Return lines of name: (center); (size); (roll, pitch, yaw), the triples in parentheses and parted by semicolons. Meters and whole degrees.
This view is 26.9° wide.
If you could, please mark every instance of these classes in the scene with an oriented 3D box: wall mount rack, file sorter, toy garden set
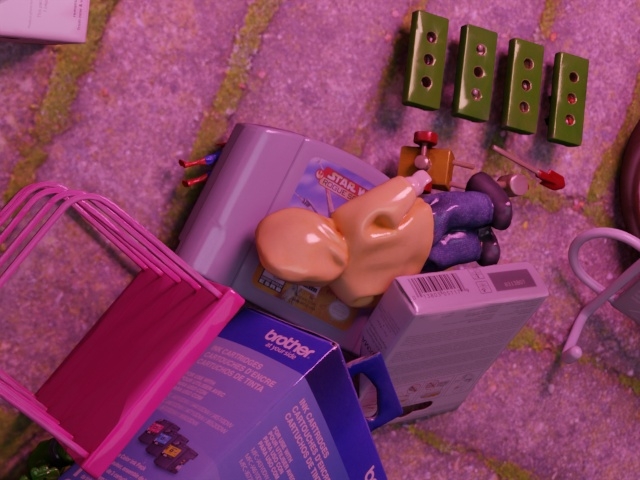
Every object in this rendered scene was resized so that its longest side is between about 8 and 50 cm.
wall mount rack: (0.446, 0.105, 1.544); (0.350, 0.304, 0.130); (33, 53, -2)
file sorter: (-0.243, 0.062, 1.269); (0.182, 0.291, 0.202); (43, 79, -19)
toy garden set: (0.193, -0.138, 1.559); (0.244, 0.049, 0.203); (11, 80, -26)

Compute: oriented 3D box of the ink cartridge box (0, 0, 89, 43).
ink cartridge box: (-0.340, -0.237, 1.259); (0.218, 0.158, 0.092); (4, 95, -24)

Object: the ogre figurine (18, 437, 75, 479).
ogre figurine: (-0.290, 0.282, 1.365); (0.097, 0.118, 0.197); (0, 95, -20)

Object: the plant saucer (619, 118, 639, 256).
plant saucer: (0.490, -0.048, 1.577); (0.050, 0.311, 0.310); (-24, 108, -53)

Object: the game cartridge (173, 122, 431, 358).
game cartridge: (0.000, 0.000, 1.481); (0.297, 0.062, 0.198); (29, 89, -30)

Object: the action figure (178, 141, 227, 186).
action figure: (-0.098, -0.088, 1.456); (0.115, 0.030, 0.038); (-16, 107, -23)

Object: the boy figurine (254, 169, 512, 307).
boy figurine: (0.062, 0.005, 1.431); (0.285, 0.092, 0.177); (-10, 133, -23)

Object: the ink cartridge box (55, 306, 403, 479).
ink cartridge box: (-0.081, 0.260, 1.374); (0.395, 0.151, 0.270); (-43, 132, -29)

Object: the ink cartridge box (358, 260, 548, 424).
ink cartridge box: (0.123, 0.120, 1.505); (0.189, 0.232, 0.066); (-6, 58, -33)
